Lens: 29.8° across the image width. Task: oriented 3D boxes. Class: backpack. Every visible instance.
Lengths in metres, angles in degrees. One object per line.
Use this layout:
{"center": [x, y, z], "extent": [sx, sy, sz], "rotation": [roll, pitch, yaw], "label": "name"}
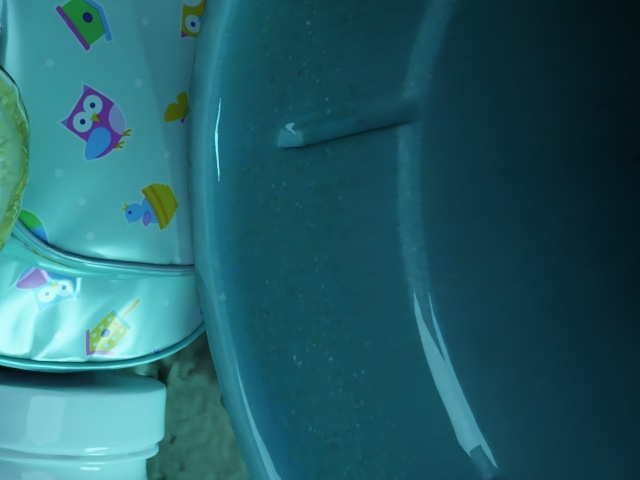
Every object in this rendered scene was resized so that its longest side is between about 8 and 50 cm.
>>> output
{"center": [-0.099, -0.040, 0.475], "extent": [0.166, 0.144, 0.188], "rotation": [4, 99, -40], "label": "backpack"}

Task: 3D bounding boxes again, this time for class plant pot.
{"center": [0.187, -0.003, 0.391], "extent": [0.334, 0.341, 0.341], "rotation": [-21, 92, -34], "label": "plant pot"}

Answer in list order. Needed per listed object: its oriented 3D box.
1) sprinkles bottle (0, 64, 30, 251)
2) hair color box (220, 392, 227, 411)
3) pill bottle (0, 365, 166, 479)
{"center": [-0.249, -0.097, 0.404], "extent": [0.355, 0.121, 0.121], "rotation": [37, 87, 27], "label": "sprinkles bottle"}
{"center": [0.000, 0.000, 0.515], "extent": [0.053, 0.093, 0.167], "rotation": [12, 88, -9], "label": "hair color box"}
{"center": [-0.119, 0.163, 0.494], "extent": [0.121, 0.121, 0.216], "rotation": [6, 89, -5], "label": "pill bottle"}
